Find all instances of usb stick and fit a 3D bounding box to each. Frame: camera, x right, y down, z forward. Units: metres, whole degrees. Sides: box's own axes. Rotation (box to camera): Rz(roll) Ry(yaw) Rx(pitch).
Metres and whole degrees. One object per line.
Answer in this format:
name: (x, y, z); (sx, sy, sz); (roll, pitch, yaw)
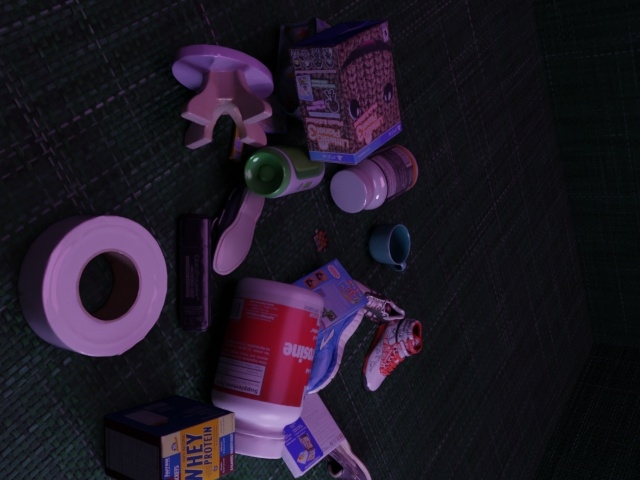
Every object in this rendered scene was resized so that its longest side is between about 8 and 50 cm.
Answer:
usb stick: (-0.294, 0.074, 1.571); (0.045, 0.077, 0.277); (-66, 156, -86)

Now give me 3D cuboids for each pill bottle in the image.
pill bottle: (-0.138, 0.311, 1.653); (0.229, 0.229, 0.407); (23, 75, -49)
pill bottle: (0.163, -0.187, 2.036); (0.278, 0.162, 0.162); (-29, 114, -45)

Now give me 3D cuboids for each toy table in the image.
toy table: (-0.213, -0.318, 1.524); (0.274, 0.252, 0.160); (8, 71, -42)

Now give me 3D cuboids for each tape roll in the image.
tape roll: (-0.452, 0.089, 1.356); (0.286, 0.100, 0.286); (-5, 96, -51)

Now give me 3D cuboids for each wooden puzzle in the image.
wooden puzzle: (0.000, 0.000, 1.971); (0.049, 0.006, 0.083); (-42, 124, -40)

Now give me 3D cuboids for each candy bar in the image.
candy bar: (-0.206, -0.276, 1.691); (0.040, 0.018, 0.161); (13, 83, -52)

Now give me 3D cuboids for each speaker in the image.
speaker: (-0.085, -0.179, 1.700); (0.296, 0.131, 0.131); (-25, 113, -69)

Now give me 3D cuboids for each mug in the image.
mug: (0.215, 0.024, 2.163); (0.129, 0.097, 0.157); (-4, 96, -51)

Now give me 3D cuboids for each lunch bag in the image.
lunch bag: (-0.005, -0.433, 1.804); (0.223, 0.160, 0.262); (11, 80, -55)

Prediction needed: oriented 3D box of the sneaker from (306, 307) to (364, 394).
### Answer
sneaker: (-0.008, 0.284, 1.914); (0.147, 0.130, 0.329); (36, 68, -24)

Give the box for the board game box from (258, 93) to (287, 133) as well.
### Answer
board game box: (-0.142, -0.330, 1.742); (0.154, 0.026, 0.103); (-11, 101, -57)

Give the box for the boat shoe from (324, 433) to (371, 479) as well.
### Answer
boat shoe: (0.061, 0.677, 2.029); (0.092, 0.103, 0.285); (-47, 123, -31)

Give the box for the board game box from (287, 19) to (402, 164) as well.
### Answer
board game box: (0.069, -0.369, 1.658); (0.232, 0.141, 0.290); (-40, 129, -41)

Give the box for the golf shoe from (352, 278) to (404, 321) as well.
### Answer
golf shoe: (0.155, 0.187, 2.088); (0.273, 0.120, 0.105); (26, 75, -47)

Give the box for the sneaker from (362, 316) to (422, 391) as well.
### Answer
sneaker: (0.240, 0.371, 2.181); (0.090, 0.145, 0.270); (43, 60, -43)

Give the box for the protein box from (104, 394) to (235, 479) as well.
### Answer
protein box: (-0.325, 0.440, 1.454); (0.200, 0.201, 0.135); (-5, 97, -50)

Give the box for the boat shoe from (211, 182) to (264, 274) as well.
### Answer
boat shoe: (-0.219, -0.032, 1.647); (0.095, 0.079, 0.254); (37, 62, -44)

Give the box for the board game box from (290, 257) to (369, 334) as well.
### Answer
board game box: (0.010, 0.161, 1.868); (0.212, 0.039, 0.160); (-28, 73, -32)

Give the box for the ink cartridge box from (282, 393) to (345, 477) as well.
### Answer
ink cartridge box: (-0.052, 0.522, 1.884); (0.206, 0.045, 0.208); (-23, 78, -47)
